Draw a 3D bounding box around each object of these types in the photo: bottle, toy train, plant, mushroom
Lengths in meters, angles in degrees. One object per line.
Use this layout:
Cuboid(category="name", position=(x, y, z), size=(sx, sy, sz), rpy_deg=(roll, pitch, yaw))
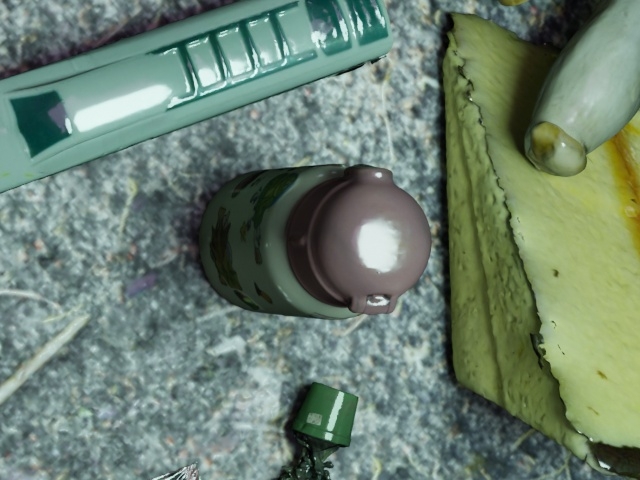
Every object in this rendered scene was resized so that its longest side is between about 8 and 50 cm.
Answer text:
Cuboid(category="bottle", position=(0.000, 0.000, 1.320), size=(0.120, 0.253, 0.120), rpy_deg=(0, 89, -23))
Cuboid(category="toy train", position=(-0.139, -0.115, 1.354), size=(0.407, 0.088, 0.086), rpy_deg=(-22, 98, -20))
Cuboid(category="plant", position=(-0.003, 0.168, 1.429), size=(0.051, 0.051, 0.102), rpy_deg=(21, 86, -21))
Cuboid(category="mushroom", position=(0.270, -0.179, 1.479), size=(0.097, 0.109, 0.351), rpy_deg=(33, 54, 13))

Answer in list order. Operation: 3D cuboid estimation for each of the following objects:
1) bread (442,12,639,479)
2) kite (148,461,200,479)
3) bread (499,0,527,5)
Cuboid(category="bread", position=(0.288, 0.023, 1.465), size=(0.346, 0.242, 0.404), rpy_deg=(4, 92, -25))
Cuboid(category="kite", position=(-0.136, 0.245, 1.396), size=(0.139, 0.011, 0.156), rpy_deg=(29, 78, -17))
Cuboid(category="bread", position=(0.174, -0.279, 1.488), size=(0.119, 0.084, 0.177), rpy_deg=(-36, 99, -19))
